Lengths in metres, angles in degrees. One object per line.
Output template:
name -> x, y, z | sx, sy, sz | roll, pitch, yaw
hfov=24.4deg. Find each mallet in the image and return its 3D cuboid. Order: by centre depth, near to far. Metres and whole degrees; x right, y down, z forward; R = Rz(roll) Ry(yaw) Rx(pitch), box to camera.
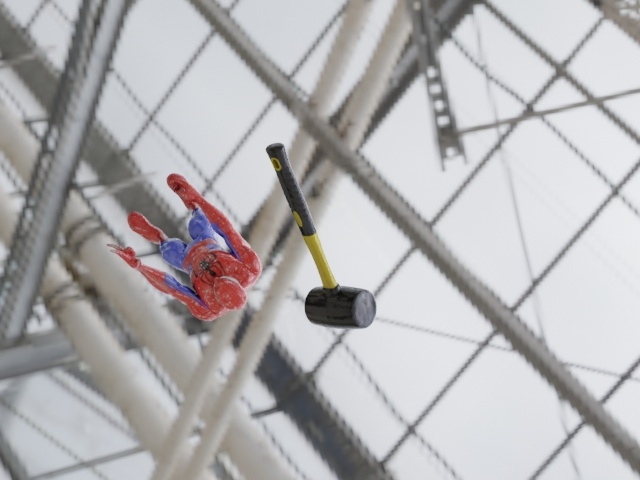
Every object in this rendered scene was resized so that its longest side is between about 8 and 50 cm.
mallet -> 0.000, 0.000, 1.288 | 0.062, 0.039, 0.190 | 10, -50, 36

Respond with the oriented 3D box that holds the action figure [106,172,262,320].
action figure -> -0.142, -0.011, 1.408 | 0.091, 0.139, 0.280 | -46, -150, -1
